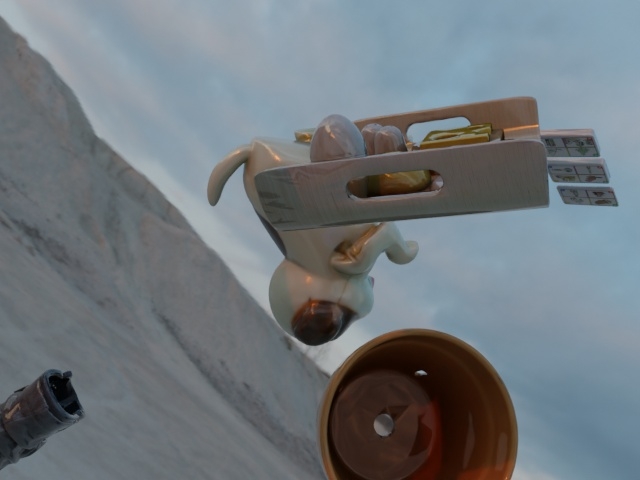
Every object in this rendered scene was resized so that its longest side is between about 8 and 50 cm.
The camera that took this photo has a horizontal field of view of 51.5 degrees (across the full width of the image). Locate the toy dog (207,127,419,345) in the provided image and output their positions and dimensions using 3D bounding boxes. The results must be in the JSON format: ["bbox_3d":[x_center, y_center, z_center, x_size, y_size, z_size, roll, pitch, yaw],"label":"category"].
[{"bbox_3d":[0.000,0.000,1.280,0.284,0.395,0.408,24,-59,60],"label":"toy dog"}]

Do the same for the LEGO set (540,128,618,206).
[{"bbox_3d":[0.283,-0.114,0.942,0.244,0.060,0.182,5,-24,37],"label":"LEGO set"}]

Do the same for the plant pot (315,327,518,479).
[{"bbox_3d":[0.124,0.289,1.018,0.291,0.291,0.203,39,-16,0],"label":"plant pot"}]

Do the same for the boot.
[{"bbox_3d":[-0.409,0.256,0.849,0.118,0.222,0.338,63,-23,-1],"label":"boot"}]

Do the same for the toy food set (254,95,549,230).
[{"bbox_3d":[0.093,-0.092,0.621,0.219,0.306,0.092,-5,-73,19],"label":"toy food set"}]
